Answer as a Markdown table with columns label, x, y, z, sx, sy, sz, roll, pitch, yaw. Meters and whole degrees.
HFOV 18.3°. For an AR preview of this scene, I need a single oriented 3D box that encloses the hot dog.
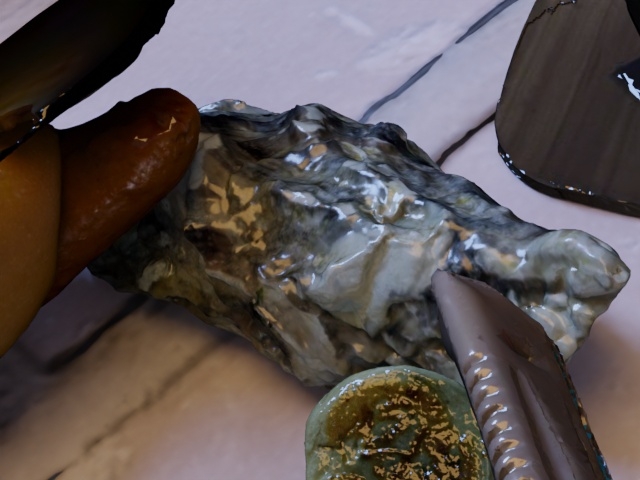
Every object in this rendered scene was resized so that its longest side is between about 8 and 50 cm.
| label | x | y | z | sx | sy | sz | roll | pitch | yaw |
| --- | --- | --- | --- | --- | --- | --- | --- | --- | --- |
| hot dog | -0.177 | 0.022 | 0.853 | 0.326 | 0.107 | 0.194 | -29 | 24 | 10 |

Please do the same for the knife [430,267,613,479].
| label | x | y | z | sx | sy | sz | roll | pitch | yaw |
| --- | --- | --- | --- | --- | --- | --- | --- | --- | --- |
| knife | 0.091 | 0.124 | 0.632 | 0.043 | 0.089 | 0.365 | -39 | 33 | 14 |

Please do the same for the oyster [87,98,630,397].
| label | x | y | z | sx | sy | sz | roll | pitch | yaw |
| --- | --- | --- | --- | --- | --- | --- | --- | --- | --- |
| oyster | 0.001 | 0.003 | 0.872 | 0.199 | 0.087 | 0.252 | -19 | 38 | -8 |

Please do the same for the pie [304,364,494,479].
| label | x | y | z | sx | sy | sz | roll | pitch | yaw |
| --- | --- | --- | --- | --- | --- | --- | --- | --- | --- |
| pie | 0.031 | 0.089 | 0.800 | 0.085 | 0.017 | 0.085 | -2 | 78 | 12 |

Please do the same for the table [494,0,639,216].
| label | x | y | z | sx | sy | sz | roll | pitch | yaw |
| --- | --- | --- | --- | --- | --- | --- | --- | --- | --- |
| table | 0.236 | -0.180 | 0.837 | 0.317 | 0.249 | 0.317 | -7 | 50 | 9 |
